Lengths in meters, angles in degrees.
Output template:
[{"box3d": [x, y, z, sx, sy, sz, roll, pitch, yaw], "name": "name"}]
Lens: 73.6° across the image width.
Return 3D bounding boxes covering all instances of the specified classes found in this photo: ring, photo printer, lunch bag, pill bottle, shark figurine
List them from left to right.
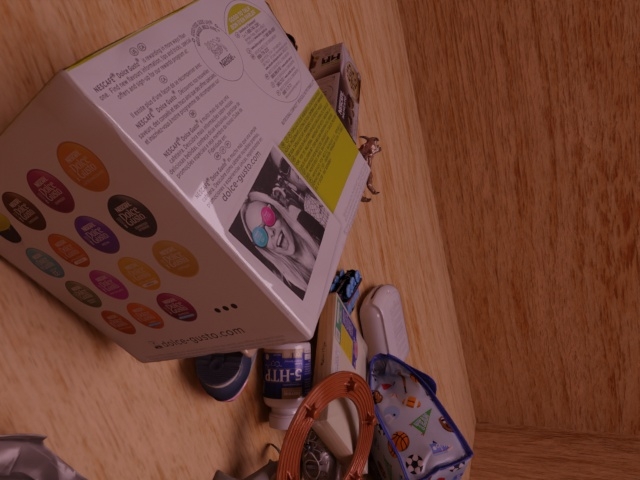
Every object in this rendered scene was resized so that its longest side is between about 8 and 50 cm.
[{"box3d": [-0.147, 0.485, 0.851, 0.278, 0.116, 0.166, -34, 148, -52], "name": "shark figurine"}, {"box3d": [-0.077, 0.332, 0.996, 0.112, 0.112, 0.186, 18, 67, -61], "name": "pill bottle"}, {"box3d": [0.032, 0.459, 0.945, 0.337, 0.032, 0.336, -6, 98, -50], "name": "ring"}, {"box3d": [0.244, 0.326, 1.623, 0.256, 0.107, 0.307, -27, 107, -62], "name": "photo printer"}, {"box3d": [0.258, 0.579, 1.310, 0.385, 0.239, 0.327, -124, -156, -47], "name": "lunch bag"}]

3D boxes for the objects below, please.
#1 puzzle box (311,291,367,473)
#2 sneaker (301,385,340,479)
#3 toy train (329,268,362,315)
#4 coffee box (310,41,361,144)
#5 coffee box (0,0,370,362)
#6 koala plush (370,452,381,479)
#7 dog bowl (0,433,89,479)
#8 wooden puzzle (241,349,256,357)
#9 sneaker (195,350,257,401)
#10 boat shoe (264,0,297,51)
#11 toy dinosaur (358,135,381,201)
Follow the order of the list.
[{"box3d": [0.063, 0.378, 1.181, 0.408, 0.052, 0.272, -82, 150, -52], "name": "puzzle box"}, {"box3d": [-0.025, 0.510, 1.091, 0.115, 0.105, 0.281, 33, 44, -49], "name": "sneaker"}, {"box3d": [0.082, 0.166, 1.388, 0.184, 0.080, 0.105, -49, 136, -59], "name": "toy train"}, {"box3d": [0.044, -0.468, 1.408, 0.168, 0.119, 0.296, 43, 47, -53], "name": "coffee box"}, {"box3d": [-0.181, -0.078, 0.587, 0.334, 0.338, 0.338, 52, 39, -27], "name": "coffee box"}, {"box3d": [0.254, 0.845, 1.493, 0.196, 0.203, 0.221, -13, 117, -54], "name": "koala plush"}, {"box3d": [-0.376, 0.373, 0.421, 0.349, 0.102, 0.348, 21, 66, -59], "name": "dog bowl"}, {"box3d": [-0.189, 0.081, 0.828, 0.239, 0.044, 0.220, 36, 43, -10], "name": "wooden puzzle"}, {"box3d": [-0.169, 0.179, 0.897, 0.131, 0.112, 0.318, 90, 14, -45], "name": "sneaker"}, {"box3d": [-0.113, -0.485, 1.124, 0.307, 0.105, 0.110, 37, 52, -55], "name": "boat shoe"}, {"box3d": [0.107, -0.231, 1.486, 0.296, 0.127, 0.200, -41, 113, -44], "name": "toy dinosaur"}]
